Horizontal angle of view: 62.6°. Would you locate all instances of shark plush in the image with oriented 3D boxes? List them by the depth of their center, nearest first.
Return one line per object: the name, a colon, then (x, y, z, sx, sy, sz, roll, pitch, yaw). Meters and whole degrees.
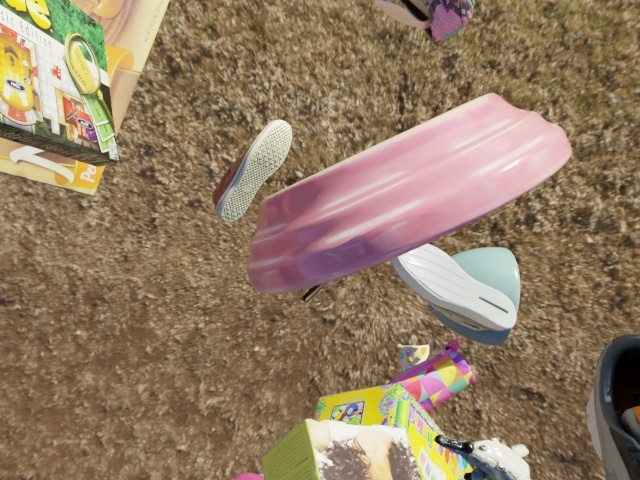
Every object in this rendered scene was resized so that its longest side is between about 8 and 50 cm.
shark plush: (0.210, 0.291, 0.660, 0.161, 0.073, 0.067, 28, 118, -27)

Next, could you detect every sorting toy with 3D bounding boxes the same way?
sorting toy: (0.237, 0.309, 1.366, 0.083, 0.045, 0.075, -6, 84, 33)

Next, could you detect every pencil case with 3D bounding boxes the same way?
pencil case: (0.205, 0.307, 1.105, 0.236, 0.104, 0.104, -33, 84, -4)

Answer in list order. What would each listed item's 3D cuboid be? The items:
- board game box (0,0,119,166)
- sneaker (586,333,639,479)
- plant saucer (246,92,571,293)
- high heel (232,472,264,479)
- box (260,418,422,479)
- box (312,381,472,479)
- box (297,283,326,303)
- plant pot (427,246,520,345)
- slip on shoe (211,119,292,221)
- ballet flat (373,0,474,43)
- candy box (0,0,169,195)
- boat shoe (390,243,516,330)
board game box: (-0.226, -0.139, 0.366, 0.031, 0.260, 0.136, -11, 88, 8)
sneaker: (0.251, 0.189, 0.376, 0.100, 0.271, 0.108, -16, 128, 20)
plant saucer: (0.068, -0.056, 0.531, 0.332, 0.332, 0.084, -24, 97, 4)
high heel: (-0.073, 0.540, 1.070, 0.244, 0.117, 0.082, 19, 87, 34)
box: (0.033, 0.212, 0.264, 0.058, 0.087, 0.232, -47, 42, 32)
box: (0.112, 0.447, 0.878, 0.177, 0.279, 0.290, -21, 121, 30)
box: (0.000, 0.000, 0.996, 0.021, 0.201, 0.164, 32, 111, -30)
plant pot: (0.425, 0.153, 1.545, 0.196, 0.290, 0.289, 7, 87, -4)
slip on shoe: (-0.203, -0.208, 1.502, 0.331, 0.123, 0.101, -53, 52, 12)
ballet flat: (0.085, -0.323, 0.636, 0.079, 0.077, 0.221, -41, 79, -2)
candy box: (-0.338, -0.233, 0.678, 0.088, 0.183, 0.316, 36, 104, 45)
boat shoe: (0.250, 0.107, 1.045, 0.302, 0.094, 0.109, 32, 52, -16)
